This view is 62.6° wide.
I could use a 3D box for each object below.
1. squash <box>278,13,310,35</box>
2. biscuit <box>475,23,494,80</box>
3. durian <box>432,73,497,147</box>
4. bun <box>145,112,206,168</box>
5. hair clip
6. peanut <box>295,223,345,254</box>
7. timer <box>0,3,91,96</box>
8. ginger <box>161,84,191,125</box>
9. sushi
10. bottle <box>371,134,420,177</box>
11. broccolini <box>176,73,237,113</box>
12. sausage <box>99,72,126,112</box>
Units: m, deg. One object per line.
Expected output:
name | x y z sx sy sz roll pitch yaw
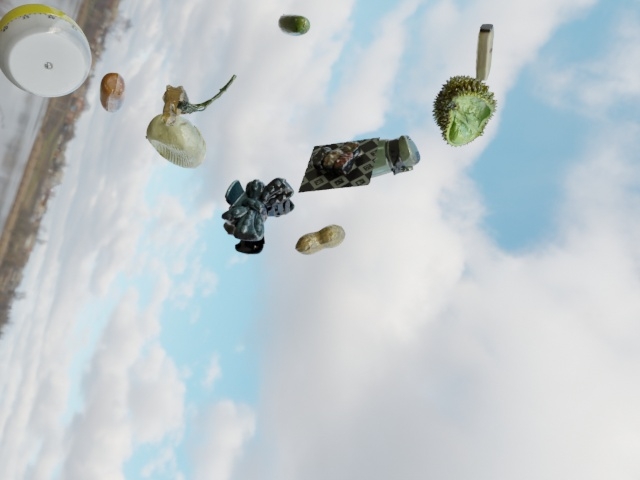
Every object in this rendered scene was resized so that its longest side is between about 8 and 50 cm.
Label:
squash | -0.094 -0.692 1.689 0.066 0.066 0.252 -64 -152 13
biscuit | 0.538 -0.614 1.731 0.052 0.188 0.056 7 -129 18
durian | 0.477 -0.444 1.762 0.237 0.200 0.176 84 -10 -57
bun | -0.571 -0.414 2.133 0.259 0.259 0.160 -3 -124 58
hair clip | -0.241 -0.103 1.919 0.310 0.206 0.194 -55 164 -31
peanut | 0.000 -0.001 1.837 0.089 0.193 0.089 60 -16 30
timer | -0.857 -0.605 1.617 0.285 0.285 0.285 -34 -133 47
ginger | -0.464 -0.426 1.700 0.067 0.096 0.165 -25 -127 41
sushi | 0.051 -0.243 1.557 0.220 0.047 0.231 -4 -135 21
bottle | 0.245 -0.348 2.219 0.347 0.168 0.168 -6 -114 27
broccolini | -0.319 -0.412 1.507 0.194 0.052 0.054 -30 -143 -7
sausage | -0.823 -0.584 2.088 0.274 0.105 0.105 -10 -114 67
